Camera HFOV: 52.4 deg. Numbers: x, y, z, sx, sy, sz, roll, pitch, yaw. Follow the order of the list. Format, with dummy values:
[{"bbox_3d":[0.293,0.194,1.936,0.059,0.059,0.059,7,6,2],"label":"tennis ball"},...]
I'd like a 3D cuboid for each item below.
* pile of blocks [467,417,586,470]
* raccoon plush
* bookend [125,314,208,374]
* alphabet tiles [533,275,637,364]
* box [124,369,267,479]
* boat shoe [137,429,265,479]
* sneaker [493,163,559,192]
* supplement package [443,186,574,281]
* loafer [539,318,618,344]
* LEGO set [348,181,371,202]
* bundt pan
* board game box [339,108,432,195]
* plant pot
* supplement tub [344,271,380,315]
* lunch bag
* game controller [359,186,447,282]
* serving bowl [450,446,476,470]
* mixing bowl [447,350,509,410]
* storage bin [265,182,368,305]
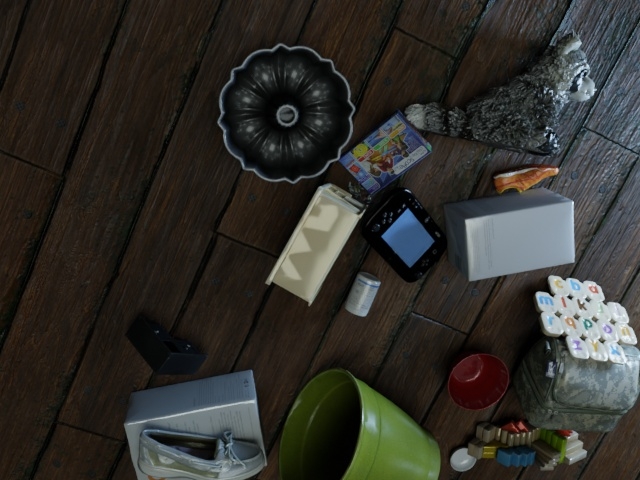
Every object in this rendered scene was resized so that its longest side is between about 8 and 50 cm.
[{"bbox_3d":[0.629,0.603,1.962,0.362,0.149,0.113,-1,107,-8],"label":"pile of blocks"},{"bbox_3d":[0.460,-0.388,1.622,0.446,0.216,0.299,10,97,-11],"label":"raccoon plush"},{"bbox_3d":[-0.409,0.281,1.740,0.072,0.156,0.157,-53,150,8],"label":"bookend"},{"bbox_3d":[0.738,0.221,1.818,0.284,0.278,0.021,8,138,-10],"label":"alphabet tiles"},{"bbox_3d":[-0.335,0.515,1.781,0.345,0.168,0.215,-9,108,-6],"label":"box"},{"bbox_3d":[-0.299,0.536,1.645,0.320,0.118,0.103,6,110,-3],"label":"boat shoe"},{"bbox_3d":[0.559,-0.169,1.769,0.175,0.064,0.067,-11,105,7],"label":"sneaker"},{"bbox_3d":[0.502,-0.020,1.741,0.293,0.177,0.175,-10,107,-5],"label":"supplement package"},{"bbox_3d":[0.777,0.258,1.913,0.268,0.102,0.092,6,72,-3],"label":"loafer"},{"bbox_3d":[0.100,-0.128,1.722,0.023,0.054,0.083,-26,114,41],"label":"LEGO set"},{"bbox_3d":[-0.087,-0.311,1.594,0.330,0.124,0.331,-2,106,-8],"label":"bundt pan"},{"bbox_3d":[0.165,-0.222,1.665,0.201,0.035,0.136,-35,110,28],"label":"board game box"},{"bbox_3d":[0.129,0.587,1.803,0.353,0.366,0.366,28,101,-27],"label":"plant pot"},{"bbox_3d":[0.115,0.146,1.789,0.071,0.071,0.107,19,104,-13],"label":"supplement tub"},{"bbox_3d":[0.732,0.390,1.846,0.305,0.212,0.256,7,126,-10],"label":"lunch bag"},{"bbox_3d":[0.224,-0.010,1.701,0.166,0.067,0.319,-41,136,6],"label":"game controller"},{"bbox_3d":[0.440,0.673,2.017,0.083,0.027,0.083,-2,107,-7],"label":"serving bowl"},{"bbox_3d":[0.444,0.392,1.897,0.181,0.098,0.181,-2,106,-8],"label":"mixing bowl"},{"bbox_3d":[0.000,0.000,1.635,0.123,0.260,0.262,29,100,2],"label":"storage bin"}]
